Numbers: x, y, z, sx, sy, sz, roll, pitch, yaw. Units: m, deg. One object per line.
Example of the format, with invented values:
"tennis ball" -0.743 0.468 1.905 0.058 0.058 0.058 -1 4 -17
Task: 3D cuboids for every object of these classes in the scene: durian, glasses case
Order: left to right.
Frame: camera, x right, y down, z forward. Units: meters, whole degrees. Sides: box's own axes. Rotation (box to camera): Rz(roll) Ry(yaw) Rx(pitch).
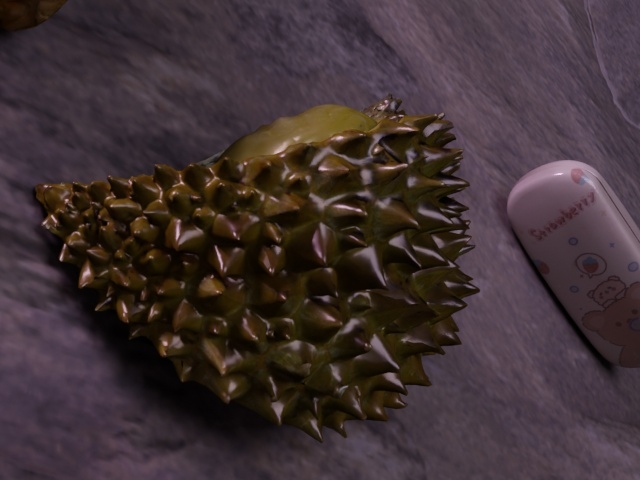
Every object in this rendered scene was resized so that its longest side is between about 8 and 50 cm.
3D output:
"durian" 0.000 0.000 0.845 0.306 0.166 0.172 -35 131 -55
"glasses case" 0.219 0.021 1.235 0.204 0.081 0.051 51 31 -25

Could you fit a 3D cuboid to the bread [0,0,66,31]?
"bread" -0.117 -0.157 0.745 0.053 0.132 0.074 35 37 -21
